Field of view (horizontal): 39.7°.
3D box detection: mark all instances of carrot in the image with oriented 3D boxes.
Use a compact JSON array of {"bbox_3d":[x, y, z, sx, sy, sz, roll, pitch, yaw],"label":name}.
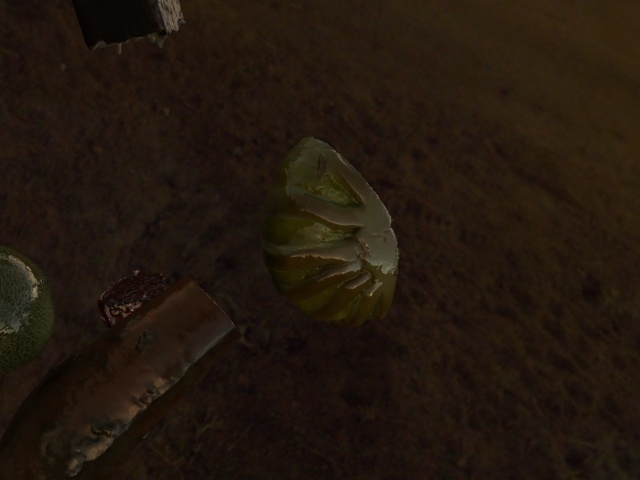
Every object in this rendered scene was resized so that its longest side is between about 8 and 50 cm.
[{"bbox_3d":[-0.232,0.170,0.986,0.139,0.302,0.138,42,-10,9],"label":"carrot"}]

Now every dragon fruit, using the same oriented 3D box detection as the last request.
[{"bbox_3d":[-0.272,0.089,1.282,0.097,0.063,0.131,-3,21,-11],"label":"dragon fruit"}]

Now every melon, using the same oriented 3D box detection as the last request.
[{"bbox_3d":[-0.352,0.073,0.934,0.139,0.192,0.139,2,68,-5],"label":"melon"}]

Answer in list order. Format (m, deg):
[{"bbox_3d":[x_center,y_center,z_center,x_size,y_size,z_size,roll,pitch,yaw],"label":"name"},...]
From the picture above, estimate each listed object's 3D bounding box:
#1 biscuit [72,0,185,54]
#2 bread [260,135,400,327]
[{"bbox_3d":[-0.240,-0.337,1.003,0.070,0.106,0.252,-62,140,-66],"label":"biscuit"},{"bbox_3d":[0.000,0.000,0.676,0.094,0.157,0.083,-14,19,-31],"label":"bread"}]
